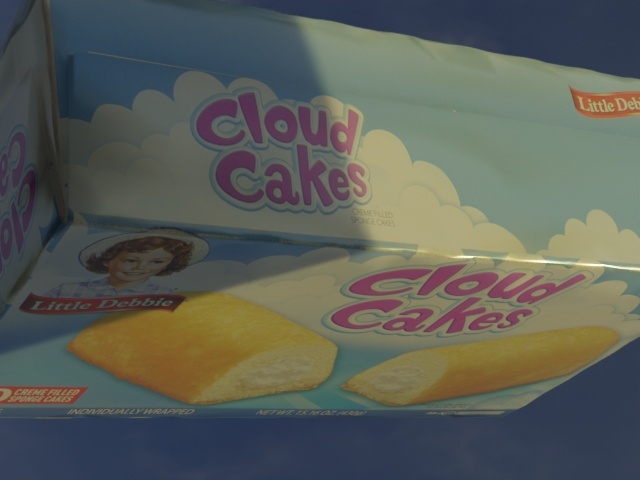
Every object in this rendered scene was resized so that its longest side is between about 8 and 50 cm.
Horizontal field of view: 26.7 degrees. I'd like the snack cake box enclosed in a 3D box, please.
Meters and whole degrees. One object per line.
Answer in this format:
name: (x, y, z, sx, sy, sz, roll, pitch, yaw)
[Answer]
snack cake box: (0.000, 0.000, 0.497, 0.152, 0.264, 0.089, -42, -128, 50)
